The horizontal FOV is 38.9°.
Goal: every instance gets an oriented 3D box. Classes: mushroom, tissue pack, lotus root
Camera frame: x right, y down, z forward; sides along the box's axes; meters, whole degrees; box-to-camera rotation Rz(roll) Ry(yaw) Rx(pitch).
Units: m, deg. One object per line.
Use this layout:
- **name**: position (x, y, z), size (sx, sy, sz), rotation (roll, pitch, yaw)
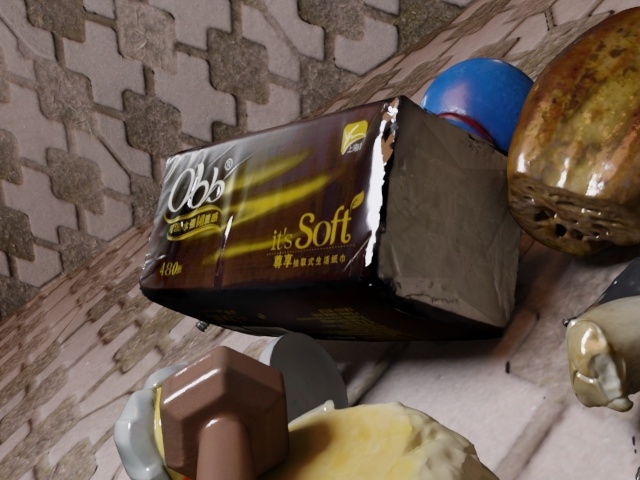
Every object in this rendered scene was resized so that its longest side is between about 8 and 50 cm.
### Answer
- **mushroom**: position (0.281, 0.021, 0.589), size (0.278, 0.096, 0.099), rotation (-37, 46, 5)
- **tissue pack**: position (0.000, 0.000, 0.930), size (0.370, 0.210, 0.198), rotation (-6, 73, 46)
- **lotus root**: position (0.292, -0.104, 0.822), size (0.291, 0.193, 0.193), rotation (-47, 18, -22)

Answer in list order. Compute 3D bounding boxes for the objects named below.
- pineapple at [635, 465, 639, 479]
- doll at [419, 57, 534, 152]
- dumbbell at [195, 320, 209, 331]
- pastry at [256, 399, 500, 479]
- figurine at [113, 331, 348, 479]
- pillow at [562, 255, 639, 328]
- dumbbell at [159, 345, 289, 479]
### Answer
- **pineapple**: position (0.226, 0.101, 0.449), size (0.248, 0.128, 0.128), rotation (-52, 20, -28)
- **doll**: position (0.172, -0.106, 1.082), size (0.257, 0.215, 0.161), rotation (-41, -19, -35)
- **dumbbell**: position (-0.104, 0.040, 1.395), size (0.254, 0.110, 0.110), rotation (-49, 18, -20)
- **pastry**: position (0.010, 0.214, 0.555), size (0.265, 0.133, 0.265), rotation (-33, 16, 11)
- **figurine**: position (-0.095, 0.175, 0.914), size (0.236, 0.133, 0.176), rotation (-25, 10, 30)
- **pillow**: position (0.265, 0.033, 0.676), size (0.150, 0.048, 0.090), rotation (-39, 17, -11)
- **dumbbell**: position (-0.053, 0.142, 0.511), size (0.092, 0.082, 0.231), rotation (-30, 18, 5)
